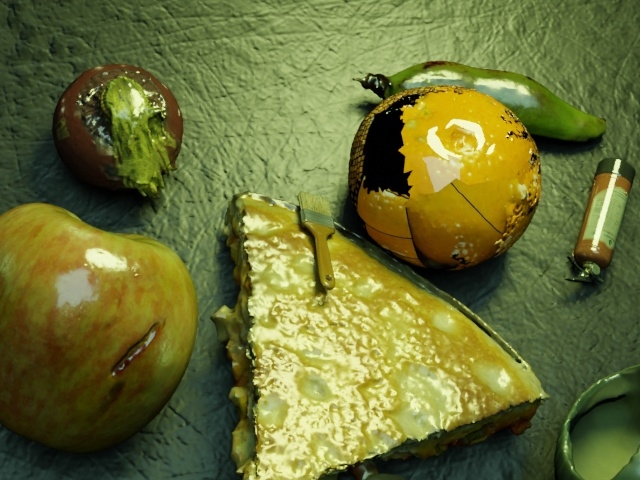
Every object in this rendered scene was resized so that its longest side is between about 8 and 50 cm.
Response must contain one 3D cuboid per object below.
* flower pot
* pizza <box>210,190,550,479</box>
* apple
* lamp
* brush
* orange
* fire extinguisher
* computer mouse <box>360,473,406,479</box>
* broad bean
[{"bbox_3d":[0.357,0.241,1.382,0.157,0.189,0.243,59,37,-15],"label":"flower pot"},{"bbox_3d":[0.002,0.159,1.382,0.439,0.130,0.406,32,47,9],"label":"pizza"},{"bbox_3d":[-0.263,0.096,1.331,0.264,0.264,0.264,3,68,-7],"label":"apple"},{"bbox_3d":[-0.238,-0.140,1.487,0.157,0.135,0.156,14,67,0],"label":"lamp"},{"bbox_3d":[0.000,0.000,1.432,0.043,0.014,0.170,15,35,-19],"label":"brush"},{"bbox_3d":[0.146,-0.076,1.491,0.234,0.182,0.235,6,66,-14],"label":"orange"},{"bbox_3d":[0.346,-0.018,1.565,0.062,0.050,0.177,32,65,-23],"label":"fire extinguisher"},{"bbox_3d":[0.078,0.370,1.273,0.170,0.269,0.100,-33,31,-19],"label":"computer mouse"},{"bbox_3d":[0.207,-0.183,1.605,0.338,0.061,0.077,9,75,-3],"label":"broad bean"}]
